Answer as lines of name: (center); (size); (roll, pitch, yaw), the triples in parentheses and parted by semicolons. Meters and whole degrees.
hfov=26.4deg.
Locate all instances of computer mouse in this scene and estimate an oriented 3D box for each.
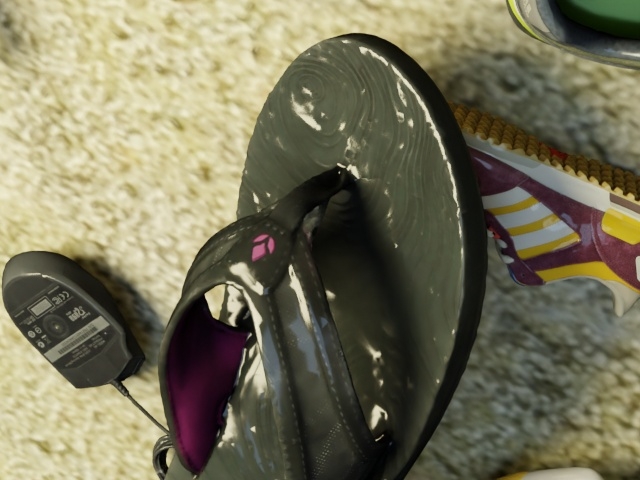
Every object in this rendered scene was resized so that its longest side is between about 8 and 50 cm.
computer mouse: (-0.120, 0.096, 0.911); (0.071, 0.041, 0.242); (-29, 108, 31)

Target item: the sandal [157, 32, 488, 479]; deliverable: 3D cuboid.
sandal: (-0.027, 0.105, 0.769); (0.167, 0.107, 0.446); (29, 115, 30)

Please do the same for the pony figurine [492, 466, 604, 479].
pony figurine: (0.214, 0.287, 0.797); (0.363, 0.303, 0.351); (-9, 100, 33)

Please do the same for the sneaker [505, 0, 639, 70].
sneaker: (0.238, -0.123, 0.686); (0.300, 0.121, 0.111); (-2, 111, 14)

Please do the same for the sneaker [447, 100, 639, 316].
sneaker: (0.111, -0.018, 0.788); (0.185, 0.069, 0.084); (23, 109, 5)
